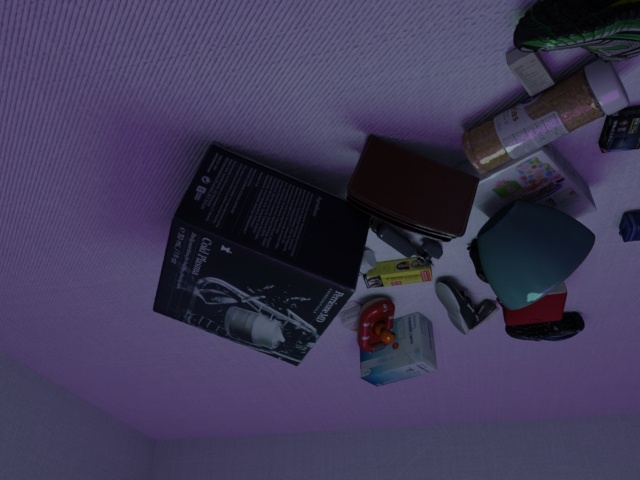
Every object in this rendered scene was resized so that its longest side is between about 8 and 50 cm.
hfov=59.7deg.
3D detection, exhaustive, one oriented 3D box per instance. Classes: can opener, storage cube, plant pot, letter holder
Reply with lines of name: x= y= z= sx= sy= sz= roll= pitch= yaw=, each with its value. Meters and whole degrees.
can opener: x=0.284 y=0.000 z=1.775 sx=0.283 sy=0.076 sz=0.095 roll=32 pitch=103 yaw=-36
storage cube: x=0.700 y=0.155 z=1.869 sx=0.214 sy=0.184 sz=0.193 roll=-7 pitch=144 yaw=12
plant pot: x=0.528 y=0.011 z=1.462 sx=0.195 sy=0.290 sz=0.290 roll=45 pitch=137 yaw=1
letter holder: x=0.217 y=-0.095 z=1.415 sx=0.301 sy=0.215 sz=0.152 roll=22 pitch=145 yaw=3

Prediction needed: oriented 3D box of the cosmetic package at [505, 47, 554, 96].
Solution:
cosmetic package: x=0.462 y=-0.377 z=1.227 sx=0.060 sy=0.041 sz=0.115 roll=-25 pitch=138 yaw=33

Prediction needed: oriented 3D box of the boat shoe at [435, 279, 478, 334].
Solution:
boat shoe: x=0.511 y=0.230 z=2.069 sx=0.091 sy=0.114 sz=0.303 roll=-42 pitch=136 yaw=-11

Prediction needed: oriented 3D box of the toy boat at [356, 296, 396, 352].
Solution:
toy boat: x=0.230 y=0.335 z=2.109 sx=0.150 sy=0.151 sz=0.231 roll=-13 pitch=118 yaw=-26

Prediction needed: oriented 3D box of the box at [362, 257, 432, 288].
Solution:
box: x=0.266 y=0.112 z=1.926 sx=0.232 sy=0.058 sz=0.087 roll=-8 pitch=144 yaw=12

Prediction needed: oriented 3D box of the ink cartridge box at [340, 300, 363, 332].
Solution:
ink cartridge box: x=0.152 y=0.313 z=2.218 sx=0.104 sy=0.062 sz=0.181 roll=-27 pitch=136 yaw=34

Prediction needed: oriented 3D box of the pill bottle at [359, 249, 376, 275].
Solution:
pill bottle: x=0.116 y=0.085 z=1.873 sx=0.137 sy=0.078 sz=0.078 roll=-26 pitch=137 yaw=33

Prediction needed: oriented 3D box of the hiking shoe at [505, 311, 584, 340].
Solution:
hiking shoe: x=0.893 y=0.367 z=2.233 sx=0.303 sy=0.113 sz=0.132 roll=-3 pitch=145 yaw=5

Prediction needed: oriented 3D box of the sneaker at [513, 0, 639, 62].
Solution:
sneaker: x=0.557 y=-0.406 z=1.103 sx=0.343 sy=0.134 sz=0.146 roll=-4 pitch=146 yaw=6

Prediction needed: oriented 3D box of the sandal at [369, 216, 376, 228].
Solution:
sandal: x=0.137 y=-0.061 z=1.686 sx=0.072 sy=0.049 sz=0.180 roll=17 pitch=142 yaw=-21

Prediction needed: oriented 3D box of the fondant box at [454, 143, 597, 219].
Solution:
fondant box: x=0.562 y=-0.140 z=1.523 sx=0.238 sy=0.096 sz=0.330 roll=-28 pitch=137 yaw=36

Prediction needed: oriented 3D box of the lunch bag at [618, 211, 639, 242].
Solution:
lunch bag: x=0.941 y=-0.038 z=1.685 sx=0.065 sy=0.067 sz=0.098 roll=-7 pitch=146 yaw=12

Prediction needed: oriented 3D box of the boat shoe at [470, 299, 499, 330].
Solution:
boat shoe: x=0.626 y=0.292 z=2.198 sx=0.065 sy=0.075 sz=0.206 roll=46 pitch=149 yaw=10

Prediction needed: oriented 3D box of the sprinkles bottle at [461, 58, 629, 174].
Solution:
sprinkles bottle: x=0.511 y=-0.280 z=1.296 sx=0.355 sy=0.121 sz=0.121 roll=-27 pitch=137 yaw=34

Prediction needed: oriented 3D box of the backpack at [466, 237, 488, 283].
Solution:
backpack: x=0.570 y=0.036 z=1.754 sx=0.115 sy=0.152 sz=0.182 roll=18 pitch=131 yaw=-35

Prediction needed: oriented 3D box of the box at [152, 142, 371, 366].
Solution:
box: x=-0.174 y=0.061 z=1.564 sx=0.471 sy=0.298 sz=0.480 roll=21 pitch=140 yaw=-7

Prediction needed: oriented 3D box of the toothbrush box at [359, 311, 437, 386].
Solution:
toothbrush box: x=0.312 y=0.449 z=2.276 sx=0.295 sy=0.217 sz=0.126 roll=-22 pitch=139 yaw=31

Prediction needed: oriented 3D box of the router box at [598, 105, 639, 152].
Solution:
router box: x=0.750 y=-0.273 z=1.374 sx=0.092 sy=0.038 sz=0.122 roll=-6 pitch=145 yaw=9
